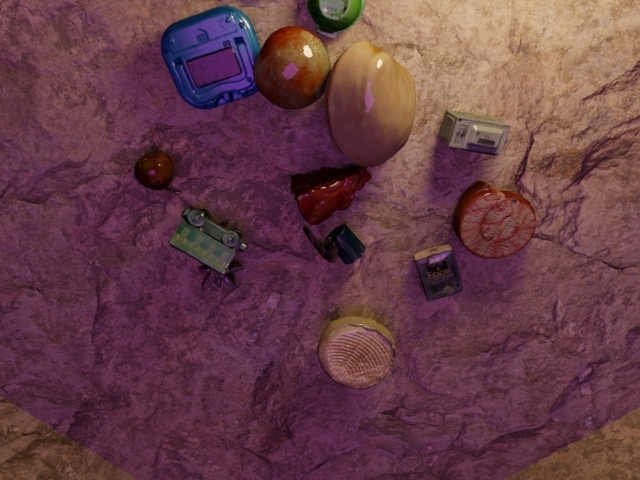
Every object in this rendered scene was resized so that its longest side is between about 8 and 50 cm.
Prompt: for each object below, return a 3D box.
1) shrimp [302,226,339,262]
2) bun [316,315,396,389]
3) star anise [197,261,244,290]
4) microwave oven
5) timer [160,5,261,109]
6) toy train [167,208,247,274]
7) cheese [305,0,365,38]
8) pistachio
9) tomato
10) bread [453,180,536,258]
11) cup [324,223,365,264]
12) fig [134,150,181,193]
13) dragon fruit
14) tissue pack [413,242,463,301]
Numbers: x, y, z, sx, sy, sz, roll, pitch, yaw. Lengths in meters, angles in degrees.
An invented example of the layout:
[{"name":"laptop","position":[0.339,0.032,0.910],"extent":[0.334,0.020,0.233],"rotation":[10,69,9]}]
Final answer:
[{"name":"shrimp","position":[0.000,0.000,1.922],"extent":[0.198,0.262,0.051],"rotation":[41,72,10]},{"name":"bun","position":[0.168,0.501,2.172],"extent":[0.365,0.202,0.364],"rotation":[1,110,2]},{"name":"star anise","position":[-0.446,0.129,2.048],"extent":[0.236,0.093,0.229],"rotation":[-39,109,16]},{"name":"microwave oven","position":[0.570,-0.403,1.747],"extent":[0.208,0.162,0.122],"rotation":[7,117,-8]},{"name":"timer","position":[-0.377,-0.642,1.657],"extent":[0.340,0.115,0.308],"rotation":[-16,118,8]},{"name":"toy train","position":[-0.461,-0.002,1.922],"extent":[0.301,0.120,0.202],"rotation":[31,89,-4]},{"name":"cheese","position":[0.065,-0.854,1.565],"extent":[0.204,0.083,0.320],"rotation":[16,118,-6]},{"name":"pistachio","position":[0.176,-0.477,1.648],"extent":[0.365,0.281,0.445],"rotation":[-32,131,-16]},{"name":"tomato","position":[-0.085,-0.576,1.591],"extent":[0.222,0.270,0.270],"rotation":[46,113,21]},{"name":"bread","position":[0.718,-0.073,1.934],"extent":[0.328,0.114,0.295],"rotation":[17,115,-10]},{"name":"cup","position":[0.092,0.023,1.984],"extent":[0.150,0.113,0.138],"rotation":[-35,110,14]},{"name":"fig","position":[-0.652,-0.262,1.834],"extent":[0.149,0.148,0.202],"rotation":[46,149,15]},{"name":"dragon fruit","position":[0.065,-0.162,1.821],"extent":[0.330,0.286,0.227],"rotation":[-16,112,-2]},{"name":"tissue pack","position":[0.524,0.143,2.064],"extent":[0.174,0.073,0.235],"rotation":[-17,115,7]}]
